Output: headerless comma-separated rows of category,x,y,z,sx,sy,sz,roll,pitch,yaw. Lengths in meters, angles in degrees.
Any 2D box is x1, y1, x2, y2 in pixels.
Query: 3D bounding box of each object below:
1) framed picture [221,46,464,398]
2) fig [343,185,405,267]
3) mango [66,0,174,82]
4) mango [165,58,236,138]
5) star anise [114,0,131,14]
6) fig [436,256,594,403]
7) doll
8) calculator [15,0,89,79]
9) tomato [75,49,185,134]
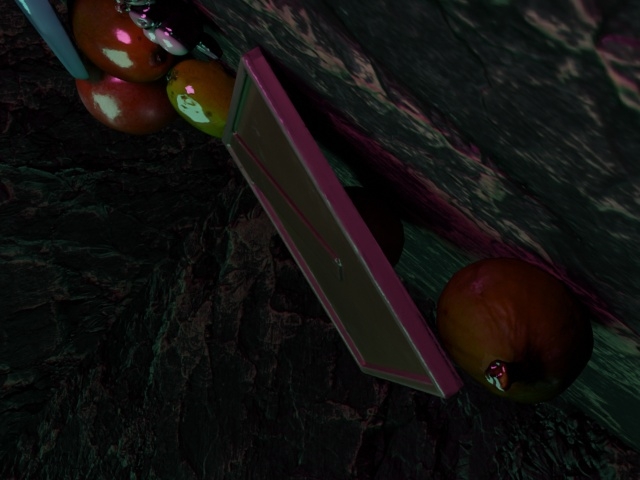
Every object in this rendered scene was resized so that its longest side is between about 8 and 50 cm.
framed picture,0.000,0.000,0.823,0.446,0.028,0.326,59,165,-1
fig,0.081,-0.015,1.041,0.159,0.159,0.257,39,-163,14
mango,-0.334,-0.347,0.983,0.146,0.129,0.289,44,-177,-47
mango,-0.166,-0.229,0.989,0.178,0.100,0.119,31,-142,-22
star anise,-0.249,-0.323,0.782,0.124,0.056,0.129,40,179,0
fig,0.195,0.100,0.614,0.170,0.145,0.274,38,-167,11
doll,-0.197,-0.278,0.697,0.091,0.067,0.219,33,177,39
calculator,-0.468,-0.414,0.936,0.256,0.054,0.386,52,169,25
tomato,-0.356,-0.304,1.165,0.208,0.208,0.184,38,164,32
